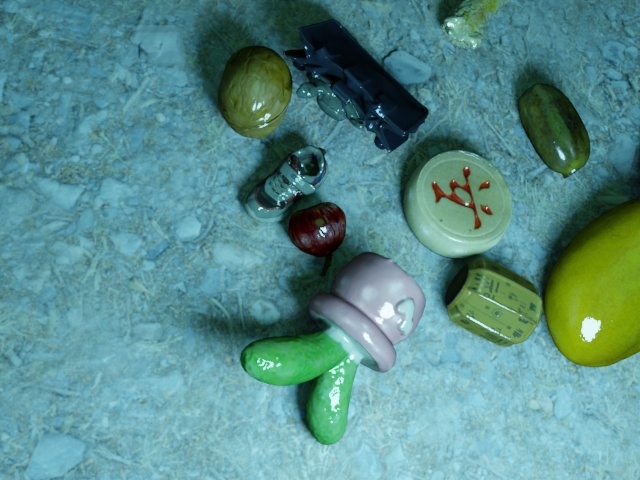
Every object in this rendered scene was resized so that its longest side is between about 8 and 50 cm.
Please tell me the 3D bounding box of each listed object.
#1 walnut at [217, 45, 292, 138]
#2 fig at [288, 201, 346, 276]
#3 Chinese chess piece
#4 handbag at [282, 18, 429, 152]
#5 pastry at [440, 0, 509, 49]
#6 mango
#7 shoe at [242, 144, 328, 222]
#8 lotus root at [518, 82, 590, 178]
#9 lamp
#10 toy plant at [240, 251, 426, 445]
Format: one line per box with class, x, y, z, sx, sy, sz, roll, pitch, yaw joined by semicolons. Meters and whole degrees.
walnut;-0.141;-0.321;1.664;0.167;0.167;0.207;14;64;-10
fig;-0.010;-0.013;1.625;0.128;0.128;0.150;15;74;-10
Chinese chess piece;0.309;-0.081;1.740;0.249;0.103;0.250;5;69;-12
handbag;0.073;-0.334;1.701;0.325;0.118;0.269;44;28;4
pastry;0.391;-0.574;1.930;0.121;0.089;0.258;32;68;2
mango;0.680;0.095;1.716;0.445;0.232;0.300;-42;89;-11
shoe;-0.060;-0.127;1.646;0.227;0.125;0.099;-40;88;-24
lotus root;0.564;-0.270;1.859;0.124;0.123;0.241;-24;77;-12
lamp;0.373;0.135;1.659;0.185;0.161;0.161;29;67;-4
toy plant;0.031;0.183;1.506;0.356;0.210;0.317;-45;128;-12
